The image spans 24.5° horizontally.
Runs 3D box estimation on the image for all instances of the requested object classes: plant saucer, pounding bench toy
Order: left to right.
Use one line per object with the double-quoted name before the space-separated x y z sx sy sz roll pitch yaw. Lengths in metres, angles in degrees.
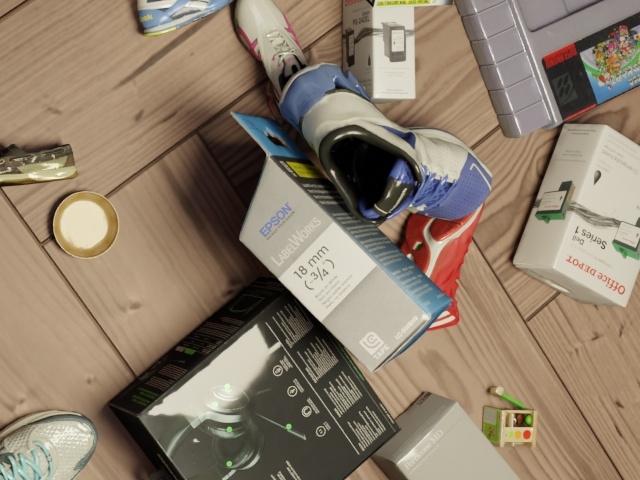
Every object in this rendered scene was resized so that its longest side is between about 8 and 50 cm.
"plant saucer" -0.290 -0.019 1.820 0.083 0.015 0.083 0 91 -24
"pounding bench toy" 0.268 0.244 2.060 0.065 0.052 0.083 3 89 -25

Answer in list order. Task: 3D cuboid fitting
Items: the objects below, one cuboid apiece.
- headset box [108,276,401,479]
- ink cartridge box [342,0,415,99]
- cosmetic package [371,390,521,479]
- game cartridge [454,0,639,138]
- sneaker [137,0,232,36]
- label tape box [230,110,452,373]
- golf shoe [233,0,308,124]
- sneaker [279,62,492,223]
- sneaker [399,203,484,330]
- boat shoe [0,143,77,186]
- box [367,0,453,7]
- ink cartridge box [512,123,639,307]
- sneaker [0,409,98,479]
"headset box" -0.088 0.228 1.854 0.283 0.131 0.246 -41 107 -18
"ink cartridge box" 0.075 -0.257 1.931 0.063 0.109 0.150 -1 91 -21
"cosmetic package" 0.189 0.332 2.000 0.127 0.107 0.238 -46 111 -14
"game cartridge" 0.378 -0.308 2.099 0.355 0.068 0.230 -26 97 -22
"sneaker" -0.165 -0.304 1.852 0.144 0.053 0.059 -26 99 -23
"label tape box" 0.000 0.000 1.808 0.333 0.240 0.106 45 99 7
"golf shoe" -0.049 -0.239 1.889 0.067 0.086 0.186 -29 101 -21
"sneaker" 0.090 -0.079 1.844 0.315 0.182 0.127 28 117 -35
"sneaker" 0.164 0.031 2.011 0.221 0.087 0.128 -49 135 -26
"boat shoe" -0.367 -0.091 1.767 0.152 0.056 0.049 -6 88 -34
"box" 0.076 -0.358 1.885 0.114 0.207 0.036 -7 126 -25
"ink cartridge box" 0.386 -0.033 2.078 0.160 0.092 0.219 26 80 -32
"sneaker" -0.378 0.297 1.727 0.283 0.122 0.110 -29 103 -21
